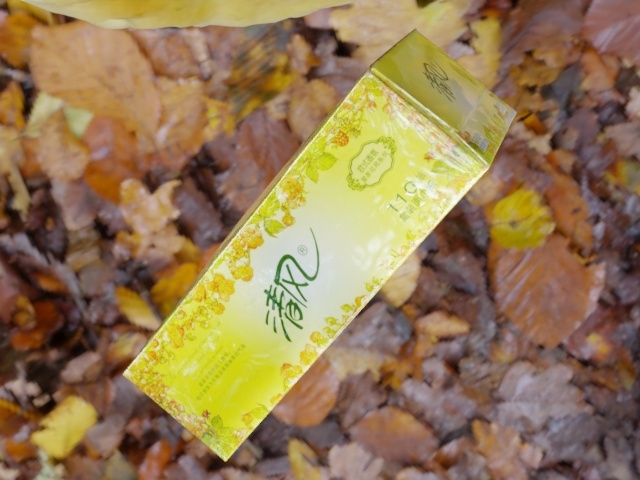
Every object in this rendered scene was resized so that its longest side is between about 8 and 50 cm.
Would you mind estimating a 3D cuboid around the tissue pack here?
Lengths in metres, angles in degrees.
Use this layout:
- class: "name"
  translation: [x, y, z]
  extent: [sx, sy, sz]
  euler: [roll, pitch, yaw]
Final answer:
- class: "tissue pack"
  translation: [0.000, 0.000, 0.499]
  extent: [0.062, 0.095, 0.176]
  euler: [39, 115, 1]

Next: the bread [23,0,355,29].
- class: "bread"
  translation: [-0.013, -0.159, 0.316]
  extent: [0.244, 0.244, 0.134]
  euler: [-30, 70, 33]
